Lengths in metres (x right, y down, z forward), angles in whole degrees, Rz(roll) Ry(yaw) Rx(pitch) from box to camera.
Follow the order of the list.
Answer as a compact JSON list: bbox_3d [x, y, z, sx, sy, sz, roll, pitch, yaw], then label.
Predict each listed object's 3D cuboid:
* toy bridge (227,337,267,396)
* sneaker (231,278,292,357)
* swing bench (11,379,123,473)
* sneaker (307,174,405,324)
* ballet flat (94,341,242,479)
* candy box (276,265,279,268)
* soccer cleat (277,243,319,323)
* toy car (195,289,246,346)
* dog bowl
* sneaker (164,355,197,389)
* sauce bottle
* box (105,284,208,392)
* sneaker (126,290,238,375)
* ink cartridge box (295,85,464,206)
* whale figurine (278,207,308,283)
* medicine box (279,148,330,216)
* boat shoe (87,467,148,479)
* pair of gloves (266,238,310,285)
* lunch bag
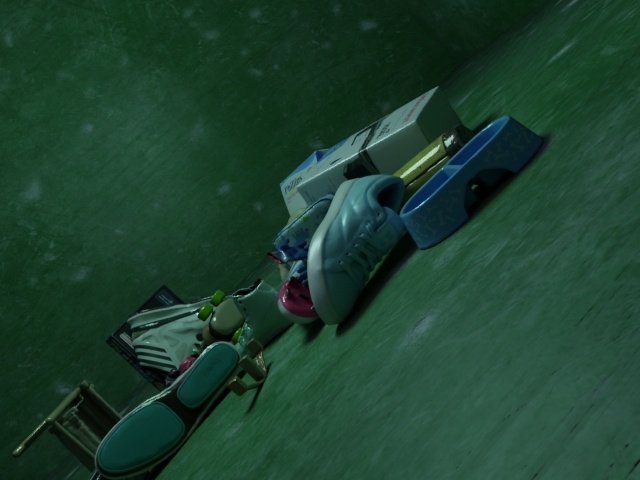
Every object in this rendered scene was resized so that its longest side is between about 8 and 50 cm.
[{"bbox_3d":[-0.140,0.265,1.234,0.026,0.063,0.188,-42,9,16],"label":"toy bridge"},{"bbox_3d":[-0.184,0.201,1.511,0.256,0.151,0.094,-43,9,22],"label":"sneaker"},{"bbox_3d":[-0.580,0.512,1.525,0.165,0.253,0.254,-42,8,16],"label":"swing bench"},{"bbox_3d":[0.083,-0.005,1.168,0.150,0.135,0.365,-15,44,35],"label":"sneaker"},{"bbox_3d":[-0.336,0.403,1.394,0.400,0.139,0.139,-43,6,-27],"label":"ballet flat"},{"bbox_3d":[-0.075,0.052,2.176,0.187,0.053,0.109,-44,7,-6],"label":"candy box"},{"bbox_3d":[-0.036,0.130,1.361,0.331,0.116,0.143,-68,2,-68],"label":"soccer cleat"},{"bbox_3d":[-0.316,0.281,1.877,0.188,0.155,0.149,-55,-1,36],"label":"toy car"},{"bbox_3d":[0.266,-0.111,1.097,0.297,0.074,0.166,-44,7,4],"label":"dog bowl"},{"bbox_3d":[-0.383,0.404,1.618,0.299,0.112,0.121,-40,8,33],"label":"sneaker"},{"bbox_3d":[0.204,-0.115,1.314,0.344,0.111,0.111,-36,10,39],"label":"sauce bottle"},{"bbox_3d":[-0.539,0.347,2.092,0.073,0.295,0.293,-42,6,40],"label":"box"},{"bbox_3d":[-0.401,0.330,2.014,0.448,0.257,0.169,-12,-12,-17],"label":"sneaker"},{"bbox_3d":[0.169,-0.219,1.614,0.395,0.166,0.285,-25,18,33],"label":"ink cartridge box"},{"bbox_3d":[-0.050,0.024,1.963,0.216,0.141,0.271,-109,37,-50],"label":"whale figurine"},{"bbox_3d":[0.055,-0.198,2.033,0.290,0.149,0.263,-13,-12,-34],"label":"medicine box"},{"bbox_3d":[-0.508,0.578,1.266,0.121,0.119,0.335,-40,8,32],"label":"boat shoe"},{"bbox_3d":[-0.025,0.052,1.324,0.159,0.198,0.023,-13,-51,-54],"label":"pair of gloves"},{"bbox_3d":[0.000,0.000,1.558,0.219,0.176,0.090,-40,3,19],"label":"lunch bag"}]
